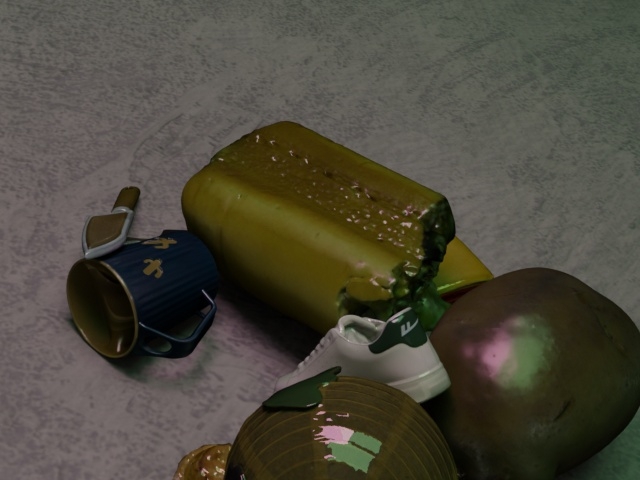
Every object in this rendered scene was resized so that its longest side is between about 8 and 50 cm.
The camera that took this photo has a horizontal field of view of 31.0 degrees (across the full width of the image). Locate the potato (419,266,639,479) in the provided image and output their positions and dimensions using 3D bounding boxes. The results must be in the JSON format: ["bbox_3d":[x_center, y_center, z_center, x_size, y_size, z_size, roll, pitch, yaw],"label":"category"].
[{"bbox_3d":[0.250,0.162,1.396,0.326,0.221,0.243,-25,87,-36],"label":"potato"}]

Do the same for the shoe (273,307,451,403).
[{"bbox_3d":[0.034,0.138,1.344,0.265,0.110,0.095,-11,10,44],"label":"shoe"}]

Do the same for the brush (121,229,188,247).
[{"bbox_3d":[-0.220,0.005,1.606,0.193,0.016,0.063,0,40,-18],"label":"brush"}]

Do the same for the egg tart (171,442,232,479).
[{"bbox_3d":[-0.102,0.271,1.295,0.128,0.049,0.129,10,40,-8],"label":"egg tart"}]

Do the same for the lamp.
[{"bbox_3d":[0.020,0.266,1.166,0.250,0.250,0.284,16,9,1],"label":"lamp"}]

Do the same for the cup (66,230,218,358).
[{"bbox_3d":[-0.204,0.072,1.448,0.176,0.131,0.155,39,40,22],"label":"cup"}]

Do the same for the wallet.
[{"bbox_3d":[0.126,0.018,1.674,0.141,0.067,0.241,-14,42,-25],"label":"wallet"}]

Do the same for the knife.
[{"bbox_3d":[-0.276,-0.024,1.520,0.061,0.027,0.343,-6,15,-3],"label":"knife"}]

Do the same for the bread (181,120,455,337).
[{"bbox_3d":[0.000,0.000,1.521,0.376,0.208,0.251,31,45,29],"label":"bread"}]
